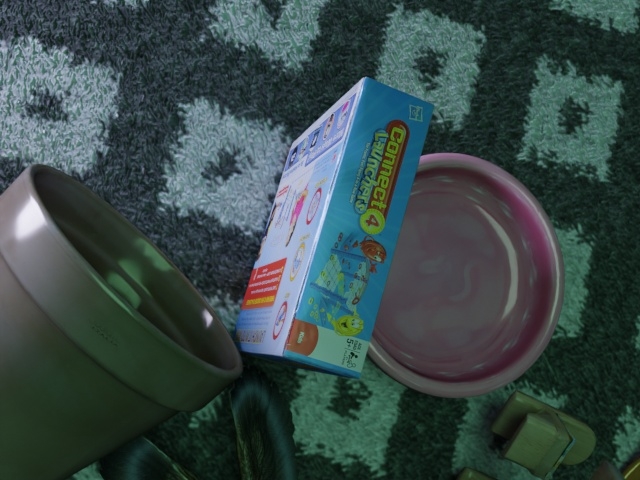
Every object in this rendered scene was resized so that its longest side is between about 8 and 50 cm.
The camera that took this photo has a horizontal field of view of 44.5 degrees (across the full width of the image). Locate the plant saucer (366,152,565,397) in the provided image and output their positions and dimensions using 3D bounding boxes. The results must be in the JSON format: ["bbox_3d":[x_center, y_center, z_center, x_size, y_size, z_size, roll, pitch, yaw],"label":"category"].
[{"bbox_3d":[0.174,0.048,1.089,0.331,0.084,0.332,2,82,-15],"label":"plant saucer"}]

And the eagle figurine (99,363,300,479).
[{"bbox_3d":[-0.100,0.332,0.953,0.226,0.225,0.298,6,42,-53],"label":"eagle figurine"}]

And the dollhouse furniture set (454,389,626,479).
[{"bbox_3d":[0.286,0.463,0.939,0.256,0.362,0.394,26,105,-9],"label":"dollhouse furniture set"}]

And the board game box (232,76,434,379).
[{"bbox_3d":[0.000,0.000,0.932,0.086,0.308,0.302,19,79,-14],"label":"board game box"}]

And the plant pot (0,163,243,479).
[{"bbox_3d":[-0.292,0.126,0.862,0.280,0.323,0.323,-45,96,1],"label":"plant pot"}]

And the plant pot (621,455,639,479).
[{"bbox_3d":[0.557,0.435,1.060,0.291,0.291,0.203,-49,114,-15],"label":"plant pot"}]
